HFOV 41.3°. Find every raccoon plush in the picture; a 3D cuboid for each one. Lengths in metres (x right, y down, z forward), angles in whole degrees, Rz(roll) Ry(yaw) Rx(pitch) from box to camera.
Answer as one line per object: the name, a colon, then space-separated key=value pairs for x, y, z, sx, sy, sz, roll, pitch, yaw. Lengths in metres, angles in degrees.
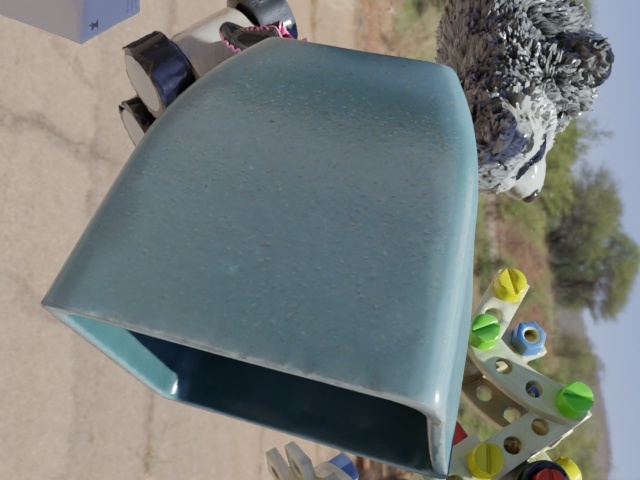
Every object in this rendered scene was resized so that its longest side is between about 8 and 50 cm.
raccoon plush: x=0.168 y=-0.249 z=1.118 sx=0.299 sy=0.446 sz=0.216 roll=-26 pitch=160 yaw=-42

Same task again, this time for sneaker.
sneaker: x=-0.064 y=-0.242 z=1.014 sx=0.047 sy=0.119 sz=0.057 roll=-53 pitch=167 yaw=-54

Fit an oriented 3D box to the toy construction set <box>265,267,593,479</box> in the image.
toy construction set: x=0.111 y=0.188 z=0.785 sx=0.215 sy=0.327 sz=0.151 roll=55 pitch=-9 yaw=21

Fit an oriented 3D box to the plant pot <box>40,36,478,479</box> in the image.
plant pot: x=0.000 y=0.000 z=0.618 sx=0.247 sy=0.247 sz=0.252 roll=69 pitch=36 yaw=-65

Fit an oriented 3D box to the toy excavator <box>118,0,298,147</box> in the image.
toy excavator: x=-0.081 y=-0.070 z=1.237 sx=0.445 sy=0.222 sz=0.433 roll=54 pitch=-22 yaw=9

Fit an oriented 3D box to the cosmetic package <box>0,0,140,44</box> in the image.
cosmetic package: x=-0.471 y=-0.468 z=1.279 sx=0.156 sy=0.384 sz=0.217 roll=-52 pitch=159 yaw=-48
